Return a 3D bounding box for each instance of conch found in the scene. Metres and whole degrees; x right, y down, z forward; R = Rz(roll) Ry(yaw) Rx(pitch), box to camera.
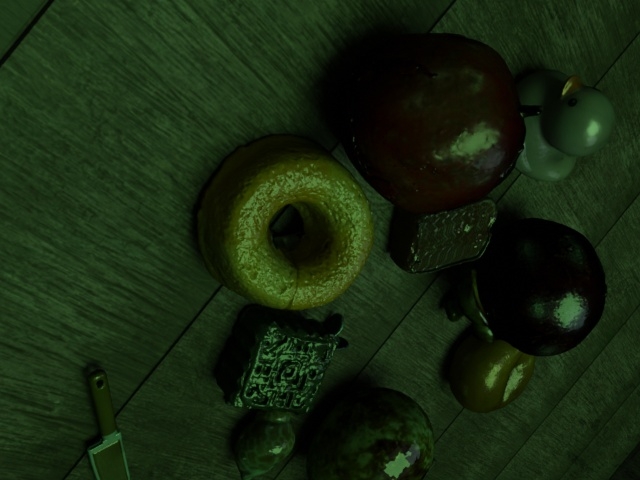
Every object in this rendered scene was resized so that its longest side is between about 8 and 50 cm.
[{"bbox_3d":[-0.114,0.399,1.426,0.173,0.106,0.116,-51,164,28],"label":"conch"}]

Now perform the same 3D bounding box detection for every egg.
[{"bbox_3d":[0.104,0.448,1.542,0.289,0.238,0.238,-34,136,-4],"label":"egg"}]

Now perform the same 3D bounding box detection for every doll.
[{"bbox_3d":[0.476,-0.220,1.417,0.221,0.221,0.251,-31,134,-21],"label":"doll"}]

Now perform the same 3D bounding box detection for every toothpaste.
[{"bbox_3d":[0.000,0.000,1.288,0.193,0.045,0.071,-9,132,-42],"label":"toothpaste"}]

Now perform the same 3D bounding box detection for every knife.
[{"bbox_3d":[-0.368,0.345,1.222,0.061,0.027,0.343,-26,135,-31],"label":"knife"}]

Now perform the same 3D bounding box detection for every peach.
[{"bbox_3d":[0.433,0.316,1.799,0.251,0.153,0.251,-26,139,-25],"label":"peach"}]

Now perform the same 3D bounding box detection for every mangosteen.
[{"bbox_3d":[0.457,0.099,1.564,0.330,0.330,0.330,-22,130,-28],"label":"mangosteen"}]

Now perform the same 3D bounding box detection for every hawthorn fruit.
[{"bbox_3d":[0.176,-0.179,1.142,0.316,0.316,0.316,-22,130,-28],"label":"hawthorn fruit"}]

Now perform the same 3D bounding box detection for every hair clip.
[{"bbox_3d":[-0.069,0.234,1.397,0.275,0.048,0.083,-26,134,-18],"label":"hair clip"}]

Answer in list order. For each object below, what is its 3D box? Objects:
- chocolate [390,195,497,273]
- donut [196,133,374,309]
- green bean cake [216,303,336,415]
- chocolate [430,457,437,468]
[{"bbox_3d":[0.244,-0.025,1.439,0.214,0.093,0.148,-13,127,-33],"label":"chocolate"},{"bbox_3d":[-0.039,-0.017,1.145,0.303,0.110,0.303,-9,109,-29],"label":"donut"},{"bbox_3d":[-0.077,0.222,1.303,0.181,0.094,0.173,18,100,-31],"label":"green bean cake"},{"bbox_3d":[0.170,0.551,1.784,0.161,0.083,0.261,-45,140,19],"label":"chocolate"}]
